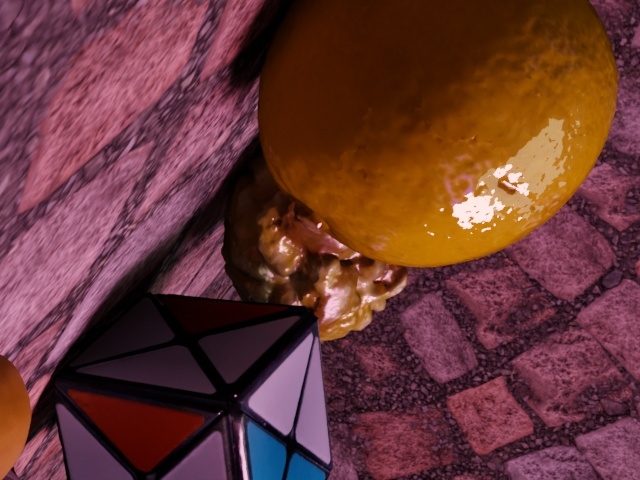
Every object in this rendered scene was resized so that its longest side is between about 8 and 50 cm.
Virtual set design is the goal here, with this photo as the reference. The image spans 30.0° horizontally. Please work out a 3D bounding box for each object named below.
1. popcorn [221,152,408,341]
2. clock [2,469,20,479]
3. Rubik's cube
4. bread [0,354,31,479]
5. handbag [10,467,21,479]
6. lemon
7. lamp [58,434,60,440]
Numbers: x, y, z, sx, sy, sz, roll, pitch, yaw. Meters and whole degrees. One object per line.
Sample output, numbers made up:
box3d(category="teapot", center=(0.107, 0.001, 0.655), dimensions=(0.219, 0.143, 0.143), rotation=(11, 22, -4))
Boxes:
box3d(category="popcorn", center=(-0.003, 0.003, 1.566), dimensions=(0.282, 0.282, 0.247), rotation=(-53, -141, 5))
box3d(category="clock", center=(-0.297, 0.337, 1.184), dimensions=(0.189, 0.254, 0.189), rotation=(-56, 175, -8))
box3d(category="Rubik's cube", center=(-0.143, 0.223, 1.423), dimensions=(0.248, 0.250, 0.246), rotation=(-45, 134, -56))
box3d(category="bread", center=(-0.275, 0.153, 0.872), dimensions=(0.134, 0.085, 0.173), rotation=(-53, 177, 6))
box3d(category="handbag", center=(-0.461, 0.496, 1.459), dimensions=(0.416, 0.180, 0.317), rotation=(-46, 167, -22))
box3d(category="lemon", center=(0.106, -0.137, 1.127), dimensions=(0.348, 0.348, 0.348), rotation=(-53, 177, -4))
box3d(category="lamp", center=(-0.292, 0.246, 1.566), dimensions=(0.105, 0.105, 0.105), rotation=(-53, 177, -4))
